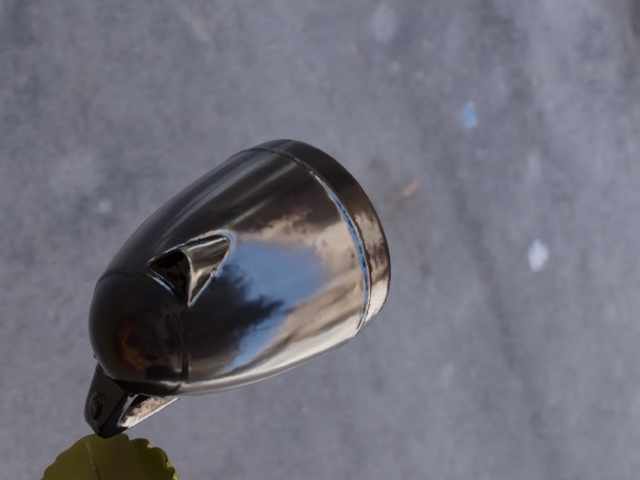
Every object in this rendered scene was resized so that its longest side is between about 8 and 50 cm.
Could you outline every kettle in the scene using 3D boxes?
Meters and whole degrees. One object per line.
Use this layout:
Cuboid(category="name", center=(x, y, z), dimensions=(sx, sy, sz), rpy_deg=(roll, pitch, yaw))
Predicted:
Cuboid(category="kettle", center=(-0.110, 0.049, 1.629), dimensions=(0.271, 0.251, 0.207), rpy_deg=(-29, 101, -43))

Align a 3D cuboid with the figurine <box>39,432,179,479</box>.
Cuboid(category="figurine", center=(-0.151, 0.346, 1.775), dimensions=(0.168, 0.187, 0.315), rpy_deg=(-49, 142, -16))
